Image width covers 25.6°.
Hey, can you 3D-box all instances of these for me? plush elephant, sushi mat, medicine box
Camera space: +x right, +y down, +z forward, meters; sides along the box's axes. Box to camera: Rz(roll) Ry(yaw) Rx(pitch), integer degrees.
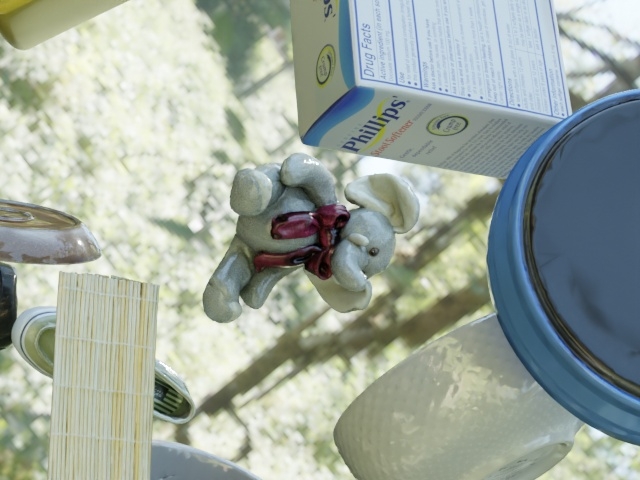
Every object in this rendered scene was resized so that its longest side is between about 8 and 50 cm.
[{"bbox_3d":[0.000,0.000,2.180,0.255,0.272,0.330,22,27,8],"label":"plush elephant"},{"bbox_3d":[-0.294,0.201,1.920,0.019,0.151,0.317,-19,-113,59],"label":"sushi mat"},{"bbox_3d":[0.124,-0.235,1.645,0.149,0.289,0.264,137,-45,-54],"label":"medicine box"}]

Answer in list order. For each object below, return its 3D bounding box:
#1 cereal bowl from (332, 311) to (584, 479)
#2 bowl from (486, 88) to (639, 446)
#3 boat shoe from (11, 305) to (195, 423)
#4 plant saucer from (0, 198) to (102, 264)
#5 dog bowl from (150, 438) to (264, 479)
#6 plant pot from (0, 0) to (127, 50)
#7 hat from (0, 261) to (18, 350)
[{"bbox_3d":[0.193,0.214,1.645,0.141,0.339,0.339,61,-6,24],"label":"cereal bowl"},{"bbox_3d":[0.368,0.020,1.444,0.391,0.391,0.077,49,-19,13],"label":"bowl"},{"bbox_3d":[-0.304,0.180,2.047,0.302,0.109,0.094,28,-4,-33],"label":"boat shoe"},{"bbox_3d":[-0.488,-0.021,2.168,0.310,0.310,0.050,-150,-113,-65],"label":"plant saucer"},{"bbox_3d":[-0.190,0.423,2.198,0.348,0.102,0.349,23,9,-4],"label":"dog bowl"},{"bbox_3d":[-0.292,-0.331,1.484,0.187,0.212,0.212,-91,156,-79],"label":"plant pot"},{"bbox_3d":[-0.586,0.121,2.424,0.133,0.331,0.331,10,11,-27],"label":"hat"}]
